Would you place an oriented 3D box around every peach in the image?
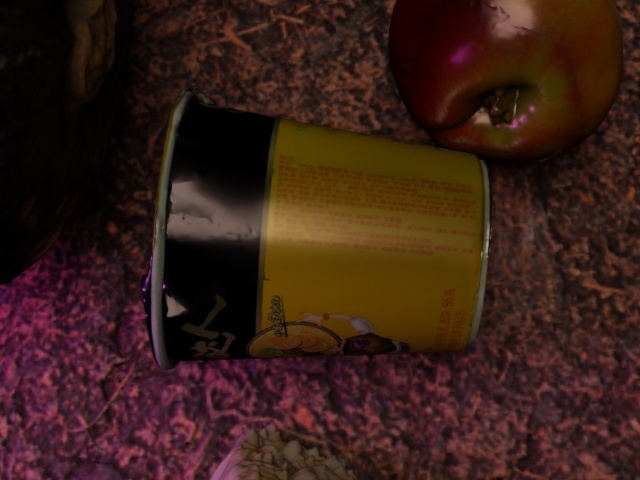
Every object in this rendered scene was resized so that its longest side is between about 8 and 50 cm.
[{"bbox_3d":[0.143,-0.162,0.846,0.197,0.197,0.197,-2,73,7],"label":"peach"}]

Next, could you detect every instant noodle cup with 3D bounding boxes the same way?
[{"bbox_3d":[0.000,0.000,0.813,0.236,0.215,0.215,4,74,-1],"label":"instant noodle cup"}]

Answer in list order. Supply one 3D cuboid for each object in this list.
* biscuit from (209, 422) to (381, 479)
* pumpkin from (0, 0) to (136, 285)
[{"bbox_3d":[0.025,0.231,0.751,0.281,0.179,0.084,29,100,22],"label":"biscuit"},{"bbox_3d":[-0.315,-0.167,0.765,0.344,0.454,0.454,9,75,6],"label":"pumpkin"}]
